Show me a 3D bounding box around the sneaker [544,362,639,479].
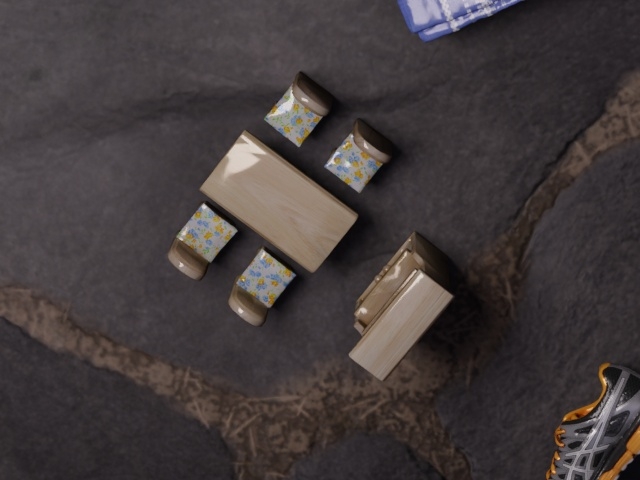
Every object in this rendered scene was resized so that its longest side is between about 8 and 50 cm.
[{"bbox_3d":[0.267,0.216,1.867,0.083,0.084,0.215,37,100,6],"label":"sneaker"}]

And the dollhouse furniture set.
[{"bbox_3d":[0.000,0.000,1.770,0.242,0.161,0.212,37,103,-7],"label":"dollhouse furniture set"}]

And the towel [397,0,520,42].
[{"bbox_3d":[0.190,-0.351,1.692,0.336,0.040,0.243,-21,94,20],"label":"towel"}]
